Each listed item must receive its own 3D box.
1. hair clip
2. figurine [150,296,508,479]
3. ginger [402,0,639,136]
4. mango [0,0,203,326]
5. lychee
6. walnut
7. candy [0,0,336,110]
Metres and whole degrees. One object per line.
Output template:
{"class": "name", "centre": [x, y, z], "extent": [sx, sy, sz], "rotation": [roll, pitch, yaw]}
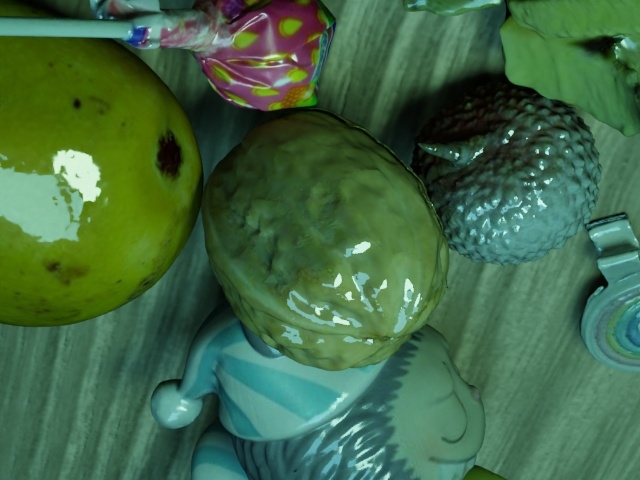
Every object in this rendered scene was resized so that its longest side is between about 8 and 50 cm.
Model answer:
{"class": "hair clip", "centre": [0.315, 0.064, 1.727], "extent": [0.140, 0.054, 0.220], "rotation": [-20, 133, 13]}
{"class": "figurine", "centre": [-0.025, 0.123, 1.744], "extent": [0.361, 0.266, 0.378], "rotation": [-5, 104, 44]}
{"class": "ginger", "centre": [0.231, -0.195, 1.350], "extent": [0.413, 0.211, 0.358], "rotation": [36, 128, -19]}
{"class": "mango", "centre": [-0.320, -0.079, 1.510], "extent": [0.445, 0.232, 0.300], "rotation": [14, 138, 1]}
{"class": "lychee", "centre": [0.155, -0.059, 1.532], "extent": [0.165, 0.165, 0.197], "rotation": [-24, 149, 24]}
{"class": "walnut", "centre": [0.000, 0.000, 1.487], "extent": [0.198, 0.245, 0.198], "rotation": [-27, 149, -18]}
{"class": "candy", "centre": [-0.135, -0.161, 1.388], "extent": [0.365, 0.124, 0.124], "rotation": [-6, 148, -44]}
